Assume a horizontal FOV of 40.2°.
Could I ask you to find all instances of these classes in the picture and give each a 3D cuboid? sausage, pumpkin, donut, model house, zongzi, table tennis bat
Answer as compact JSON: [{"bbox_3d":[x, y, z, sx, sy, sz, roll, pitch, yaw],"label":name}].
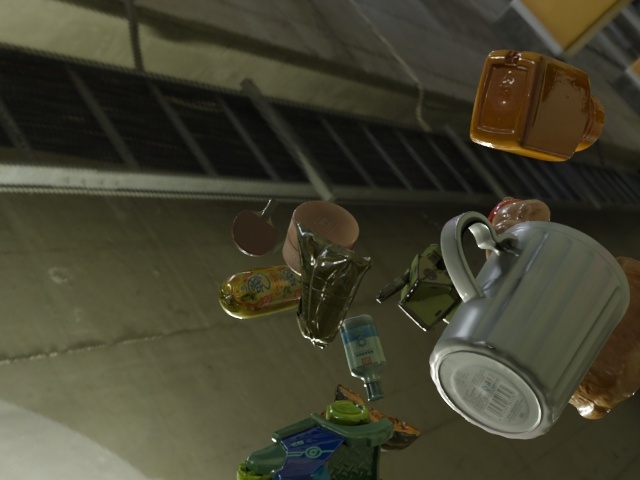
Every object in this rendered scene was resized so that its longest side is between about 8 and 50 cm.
[{"bbox_3d":[-0.140,0.129,2.254,0.123,0.123,0.347,54,-153,16],"label":"sausage"},{"bbox_3d":[0.104,0.472,2.225,0.278,0.111,0.163,26,-179,28],"label":"pumpkin"},{"bbox_3d":[0.563,0.182,1.694,0.150,0.299,0.317,31,-138,8],"label":"donut"},{"bbox_3d":[0.294,0.175,2.537,0.218,0.205,0.279,43,-137,17],"label":"model house"},{"bbox_3d":[-0.021,0.087,1.711,0.204,0.205,0.094,31,-168,38],"label":"zongzi"},{"bbox_3d":[-0.169,-0.042,2.415,0.130,0.019,0.220,37,-134,-8],"label":"table tennis bat"}]

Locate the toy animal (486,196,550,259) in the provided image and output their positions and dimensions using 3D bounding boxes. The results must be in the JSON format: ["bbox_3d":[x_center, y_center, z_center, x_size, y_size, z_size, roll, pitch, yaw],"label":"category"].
[{"bbox_3d":[0.450,-0.007,1.992,0.171,0.171,0.197,43,-150,-5],"label":"toy animal"}]

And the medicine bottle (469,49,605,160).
[{"bbox_3d":[0.346,-0.204,1.371,0.222,0.149,0.112,5,-171,-45],"label":"medicine bottle"}]

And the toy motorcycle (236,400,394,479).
[{"bbox_3d":[0.004,0.468,1.785,0.326,0.191,0.200,-7,-162,-39],"label":"toy motorcycle"}]

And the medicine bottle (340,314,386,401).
[{"bbox_3d":[0.111,0.286,2.133,0.053,0.090,0.208,85,171,-66],"label":"medicine bottle"}]

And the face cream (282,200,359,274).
[{"bbox_3d":[0.000,0.000,1.889,0.149,0.104,0.149,10,-138,-9],"label":"face cream"}]

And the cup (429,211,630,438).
[{"bbox_3d":[0.209,0.088,0.986,0.221,0.167,0.202,32,-127,13],"label":"cup"}]

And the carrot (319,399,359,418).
[{"bbox_3d":[0.004,0.496,2.009,0.114,0.302,0.114,25,-158,-11],"label":"carrot"}]
